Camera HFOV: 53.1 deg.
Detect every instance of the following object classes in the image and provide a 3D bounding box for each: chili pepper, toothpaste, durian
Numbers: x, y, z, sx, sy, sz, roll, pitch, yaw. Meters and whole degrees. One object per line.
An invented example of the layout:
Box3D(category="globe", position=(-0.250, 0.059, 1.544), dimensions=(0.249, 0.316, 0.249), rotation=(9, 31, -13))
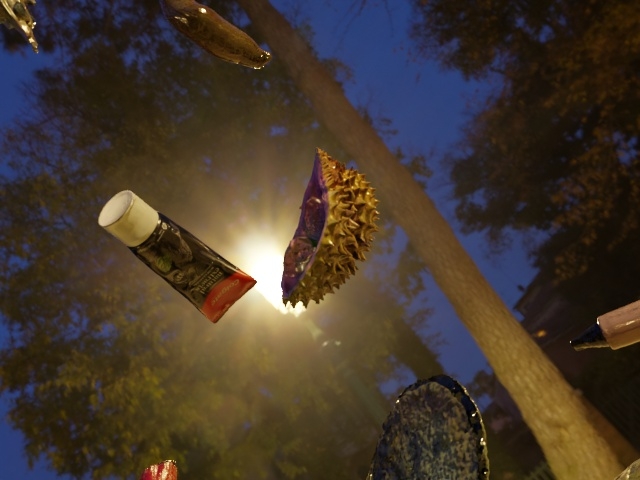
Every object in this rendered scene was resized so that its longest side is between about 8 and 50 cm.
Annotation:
Box3D(category="chili pepper", position=(-0.228, 0.392, 0.928), dimensions=(0.073, 0.123, 0.070), rotation=(-38, -40, 17))
Box3D(category="toothpaste", position=(-0.144, 0.019, 0.675), dimensions=(0.071, 0.045, 0.193), rotation=(-43, -49, -1))
Box3D(category="durian", position=(0.012, 0.008, 1.107), dimensions=(0.186, 0.154, 0.260), rotation=(-64, -7, -61))

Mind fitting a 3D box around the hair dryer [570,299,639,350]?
Box3D(category="hair dryer", position=(0.481, 0.064, 0.816), dimensions=(0.344, 0.189, 0.106), rotation=(-28, 18, 22))

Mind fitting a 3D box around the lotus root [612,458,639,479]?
Box3D(category="lotus root", position=(0.280, 0.299, 0.550), dimensions=(0.309, 0.173, 0.173), rotation=(-38, -27, -9))

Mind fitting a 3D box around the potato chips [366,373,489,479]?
Box3D(category="potato chips", position=(0.112, 0.266, 0.745), dimensions=(0.029, 0.202, 0.220), rotation=(26, -71, -24))

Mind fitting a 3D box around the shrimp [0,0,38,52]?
Box3D(category="shrimp", position=(-0.396, -0.270, 0.705), dimensions=(0.126, 0.223, 0.047), rotation=(-45, -15, -8))

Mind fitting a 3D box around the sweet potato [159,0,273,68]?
Box3D(category="sweet potato", position=(-0.226, -0.449, 1.317), dimensions=(0.112, 0.286, 0.085), rotation=(-56, 6, -7))
